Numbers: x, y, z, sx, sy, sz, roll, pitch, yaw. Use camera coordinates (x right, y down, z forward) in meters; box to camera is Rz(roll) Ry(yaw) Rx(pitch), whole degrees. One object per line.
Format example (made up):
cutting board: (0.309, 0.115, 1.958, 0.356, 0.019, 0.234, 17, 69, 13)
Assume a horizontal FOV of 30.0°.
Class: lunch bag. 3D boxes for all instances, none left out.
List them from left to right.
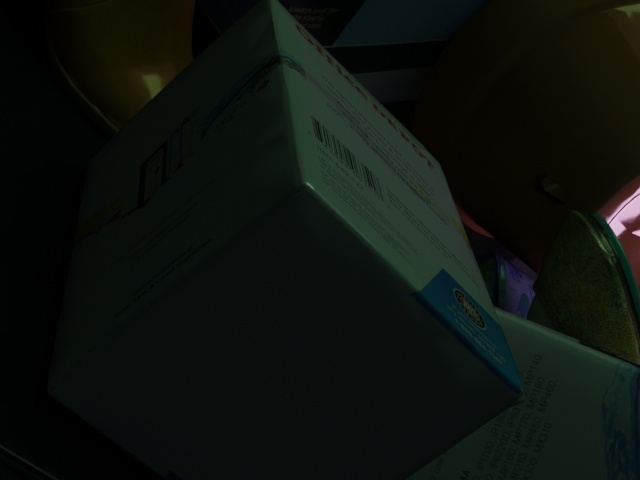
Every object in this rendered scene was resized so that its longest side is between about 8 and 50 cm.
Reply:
lunch bag: (0.139, 0.100, 1.022, 0.129, 0.096, 0.151, 25, 60, -53)

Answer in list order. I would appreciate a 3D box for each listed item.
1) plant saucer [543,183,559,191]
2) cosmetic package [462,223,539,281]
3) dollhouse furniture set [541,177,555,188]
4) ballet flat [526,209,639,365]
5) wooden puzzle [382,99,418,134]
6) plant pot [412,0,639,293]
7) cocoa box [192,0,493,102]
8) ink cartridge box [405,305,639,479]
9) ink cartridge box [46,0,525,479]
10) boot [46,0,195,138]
plant saucer: (0.383, 0.002, 1.377, 0.400, 0.400, 0.100, -95, -176, -60)
cosmetic package: (0.187, -0.021, 1.320, 0.107, 0.127, 0.238, 35, 22, -34)
dollhouse furniture set: (0.226, -0.267, 1.824, 0.362, 0.256, 0.394, 36, 41, -20)
ballet flat: (0.218, 0.118, 0.977, 0.348, 0.123, 0.123, 61, 6, -46)
wooden puzzle: (0.096, -0.278, 1.253, 0.080, 0.348, 0.322, -9, 86, -27)
plant pot: (0.252, -0.073, 1.052, 0.291, 0.291, 0.203, 32, 24, -46)
cocoa box: (0.006, -0.264, 1.006, 0.347, 0.228, 0.231, -13, 64, -45)
ink cartridge box: (0.206, 0.151, 0.755, 0.306, 0.131, 0.226, 24, -1, 17)
ink cartridge box: (-0.024, 0.012, 0.666, 0.171, 0.168, 0.232, 43, 19, -26)
boot: (-0.103, -0.197, 0.818, 0.295, 0.211, 0.104, 50, 18, -3)
